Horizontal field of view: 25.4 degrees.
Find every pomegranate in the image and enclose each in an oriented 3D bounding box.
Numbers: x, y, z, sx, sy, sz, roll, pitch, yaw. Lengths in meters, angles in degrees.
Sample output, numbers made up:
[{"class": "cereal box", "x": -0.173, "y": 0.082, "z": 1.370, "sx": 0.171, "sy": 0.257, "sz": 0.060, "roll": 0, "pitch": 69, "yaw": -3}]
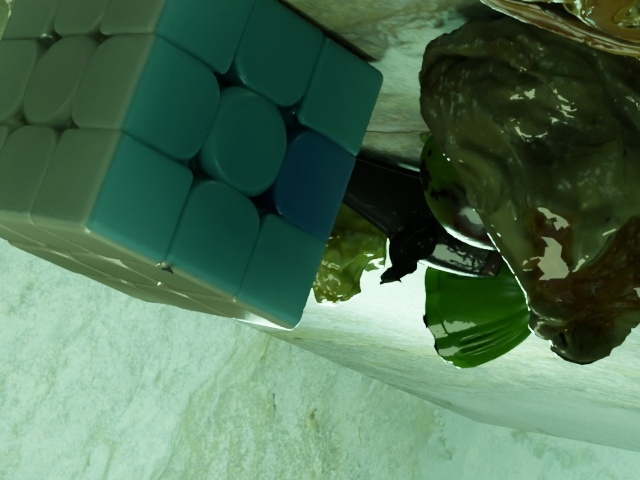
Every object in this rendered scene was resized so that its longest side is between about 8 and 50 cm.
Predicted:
[{"class": "pomegranate", "x": 0.165, "y": -0.065, "z": 1.469, "sx": 0.156, "sy": 0.156, "sz": 0.220, "roll": 23, "pitch": 173, "yaw": -19}]

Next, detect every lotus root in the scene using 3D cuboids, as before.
[{"class": "lotus root", "x": 0.261, "y": 0.091, "z": 2.076, "sx": 0.186, "sy": 0.186, "sz": 0.186, "roll": 18, "pitch": 169, "yaw": 4}]

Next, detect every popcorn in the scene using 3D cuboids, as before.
[{"class": "popcorn", "x": 0.000, "y": 0.001, "z": 1.941, "sx": 0.185, "sy": 0.187, "sz": 0.167, "roll": 12, "pitch": 146, "yaw": 23}]

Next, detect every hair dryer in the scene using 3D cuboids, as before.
[{"class": "hair dryer", "x": 0.077, "y": -0.021, "z": 1.666, "sx": 0.304, "sy": 0.120, "sz": 0.359, "roll": 29, "pitch": -162, "yaw": 3}]

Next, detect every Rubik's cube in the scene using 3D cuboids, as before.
[{"class": "Rubik's cube", "x": -0.161, "y": -0.101, "z": 1.447, "sx": 0.292, "sy": 0.290, "sz": 0.291, "roll": 29, "pitch": 165, "yaw": -39}]

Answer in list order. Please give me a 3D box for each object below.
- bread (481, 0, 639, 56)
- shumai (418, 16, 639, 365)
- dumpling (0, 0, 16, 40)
[{"class": "bread", "x": 0.169, "y": -0.198, "z": 0.878, "sx": 0.236, "sy": 0.120, "sz": 0.198, "roll": 21, "pitch": 167, "yaw": -10}, {"class": "shumai", "x": 0.206, "y": -0.038, "z": 1.238, "sx": 0.314, "sy": 0.262, "sz": 0.267, "roll": 18, "pitch": 168, "yaw": 13}, {"class": "dumpling", "x": -0.466, "y": -0.253, "z": 1.592, "sx": 0.395, "sy": 0.233, "sz": 0.315, "roll": 35, "pitch": 133, "yaw": -12}]
